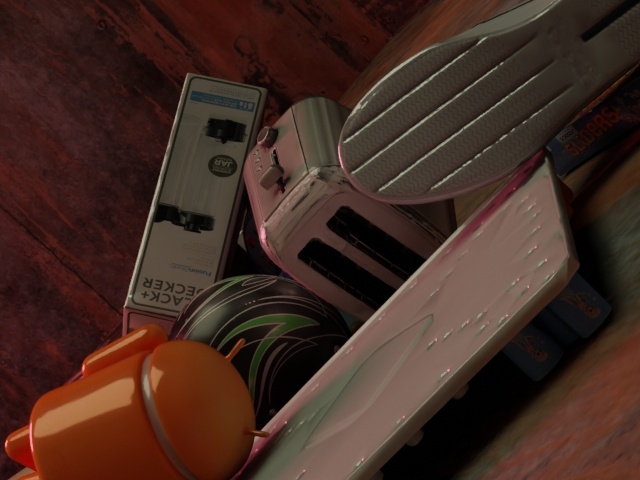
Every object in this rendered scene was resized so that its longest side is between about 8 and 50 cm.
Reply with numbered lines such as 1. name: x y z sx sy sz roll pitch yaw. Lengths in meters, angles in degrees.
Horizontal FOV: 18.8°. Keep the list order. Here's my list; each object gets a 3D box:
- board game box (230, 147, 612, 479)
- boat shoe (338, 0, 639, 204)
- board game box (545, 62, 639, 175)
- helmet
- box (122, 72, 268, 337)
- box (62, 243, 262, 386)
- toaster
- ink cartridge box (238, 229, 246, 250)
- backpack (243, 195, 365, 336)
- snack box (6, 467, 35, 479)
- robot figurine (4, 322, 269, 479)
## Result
1. board game box: 0.052 0.118 1.418 0.390 0.050 0.390 -46 7 13
2. boat shoe: 0.172 -0.131 1.558 0.335 0.121 0.119 -30 -4 8
3. board game box: 0.273 -0.142 1.612 0.136 0.035 0.201 -51 8 -33
4. helmet: -0.057 0.109 1.769 0.162 0.169 0.169 -65 8 -5
5. box: -0.129 -0.004 1.970 0.169 0.087 0.290 102 179 -59
6. box: -0.140 0.127 2.110 0.203 0.167 0.168 -50 6 -29
7. toaster: 0.037 -0.016 1.727 0.129 0.227 0.146 -46 24 22
8. ink cartridge box: -0.165 0.140 2.368 0.223 0.129 0.307 -50 7 -27
9. backpack: 0.000 0.000 1.930 0.158 0.173 0.117 -42 8 35
10. snack box: -0.297 0.266 1.803 0.322 0.060 0.187 -34 3 -20
11. robot figurine: -0.146 0.160 1.567 0.219 0.128 0.158 -24 19 16
